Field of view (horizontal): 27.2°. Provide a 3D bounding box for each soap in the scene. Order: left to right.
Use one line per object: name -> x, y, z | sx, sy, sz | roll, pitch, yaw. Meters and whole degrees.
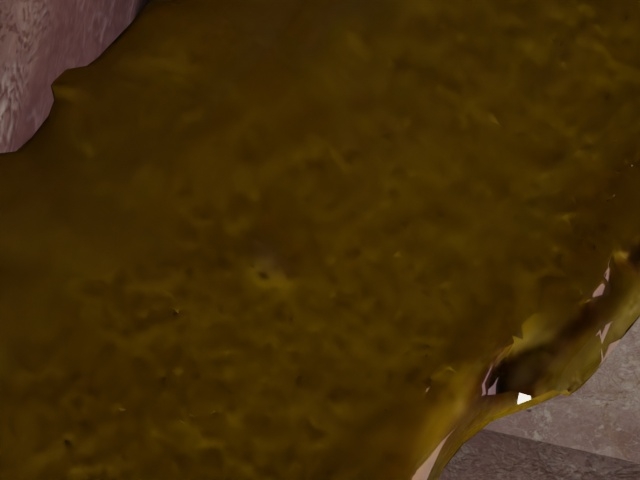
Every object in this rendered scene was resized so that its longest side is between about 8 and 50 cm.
soap -> 0.000, 0.000, 0.363 | 0.304, 0.169, 0.338 | -44, -173, 43
